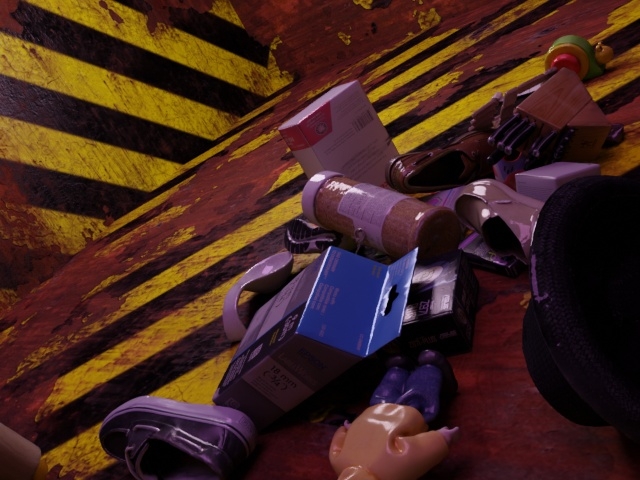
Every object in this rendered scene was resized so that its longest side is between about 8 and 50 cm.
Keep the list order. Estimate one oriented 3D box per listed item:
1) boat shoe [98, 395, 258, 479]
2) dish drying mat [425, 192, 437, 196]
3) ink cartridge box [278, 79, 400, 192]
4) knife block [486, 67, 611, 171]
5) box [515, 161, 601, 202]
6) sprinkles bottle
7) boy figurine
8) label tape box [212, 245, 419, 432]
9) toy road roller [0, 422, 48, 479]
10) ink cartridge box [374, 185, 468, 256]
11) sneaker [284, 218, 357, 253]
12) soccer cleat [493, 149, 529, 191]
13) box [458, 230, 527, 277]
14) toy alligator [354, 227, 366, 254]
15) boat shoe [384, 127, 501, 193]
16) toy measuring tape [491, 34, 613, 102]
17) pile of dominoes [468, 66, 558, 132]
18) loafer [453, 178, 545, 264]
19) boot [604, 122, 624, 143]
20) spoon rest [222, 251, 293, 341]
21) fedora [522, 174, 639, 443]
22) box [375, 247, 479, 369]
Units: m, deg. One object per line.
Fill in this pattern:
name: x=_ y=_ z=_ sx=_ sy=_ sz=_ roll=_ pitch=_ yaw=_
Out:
boat shoe: x=-0.260 y=0.330 z=1.080 sx=0.335 sy=0.121 sz=0.119 roll=-13 pitch=18 yaw=34
dish drying mat: x=0.247 y=-0.086 z=1.491 sx=0.032 sy=0.008 sz=0.083 roll=-24 pitch=23 yaw=19
ink cartridge box: x=0.062 y=-0.212 z=1.638 sx=0.207 sy=0.283 sz=0.117 roll=-40 pitch=20 yaw=-22
knife block: x=0.408 y=-0.225 z=1.282 sx=0.241 sy=0.088 sz=0.276 roll=0 pitch=46 yaw=-8
box: x=0.402 y=-0.079 z=1.130 sx=0.101 sy=0.087 sz=0.102 roll=-17 pitch=16 yaw=-23
sprinkles bottle: x=0.105 y=-0.046 z=1.294 sx=0.121 sy=0.121 sz=0.355 roll=-39 pitch=34 yaw=-20
boy figurine: x=0.089 y=0.259 z=0.834 sx=0.177 sy=0.092 sz=0.285 roll=-14 pitch=28 yaw=36
label tape box: x=-0.007 y=0.131 z=1.080 sx=0.333 sy=0.106 sz=0.241 roll=-42 pitch=14 yaw=32
toy road roller: x=-0.695 y=0.489 z=1.223 sx=0.329 sy=0.202 sz=0.241 roll=-29 pitch=33 yaw=20
ink cartridge box: x=0.203 y=-0.037 z=1.369 sx=0.209 sy=0.062 sz=0.109 roll=-13 pitch=28 yaw=38
sneaker: x=0.000 y=0.000 z=1.533 sx=0.094 sy=0.082 sz=0.208 roll=11 pitch=-2 yaw=-44
soccer cleat: x=0.426 y=-0.188 z=1.359 sx=0.083 sy=0.095 sz=0.248 roll=-9 pitch=31 yaw=51
box: x=0.317 y=0.008 z=1.169 sx=0.116 sy=0.029 sz=0.162 roll=-38 pitch=21 yaw=-16
toy alligator: x=0.060 y=0.067 z=1.261 sx=0.056 sy=0.190 sz=0.051 roll=26 pitch=12 yaw=32
boat shoe: x=0.294 y=-0.154 z=1.400 sx=0.307 sy=0.111 sz=0.104 roll=-19 pitch=19 yaw=-11
toy measuring tape: x=0.572 y=-0.441 z=1.702 sx=0.330 sy=0.121 sz=0.121 roll=-9 pitch=30 yaw=43
pile of dominoes: x=0.405 y=-0.286 z=1.471 sx=0.195 sy=0.040 sz=0.251 roll=-26 pitch=-19 yaw=1
loafer: x=0.296 y=-0.031 z=1.104 sx=0.092 sy=0.102 sz=0.268 roll=-30 pitch=22 yaw=-14
boot: x=0.563 y=-0.225 z=1.344 sx=0.114 sy=0.037 sz=0.106 roll=-9 pitch=43 yaw=50
spoon rest: x=-0.144 y=0.103 z=1.487 sx=0.137 sy=0.084 sz=0.276 roll=-18 pitch=26 yaw=29
fedora: x=0.327 y=0.089 z=0.742 sx=0.334 sy=0.334 sz=0.152 roll=-49 pitch=-2 yaw=-39
box: x=0.168 y=0.108 z=1.077 sx=0.147 sy=0.078 sz=0.180 roll=-19 pitch=24 yaw=28
